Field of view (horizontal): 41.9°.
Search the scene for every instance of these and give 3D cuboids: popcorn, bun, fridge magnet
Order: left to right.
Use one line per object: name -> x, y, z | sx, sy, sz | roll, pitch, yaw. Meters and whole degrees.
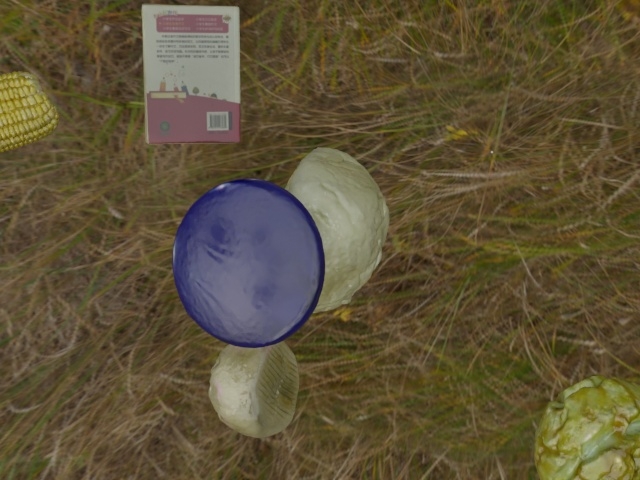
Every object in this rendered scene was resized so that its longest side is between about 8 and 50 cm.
fridge magnet -> -0.111, 0.036, 1.307 | 0.266, 0.113, 0.265 | 2, 94, 24
bun -> -0.122, 0.260, 1.508 | 0.128, 0.193, 0.178 | 0, 60, 27
bun -> 0.000, 0.000, 1.557 | 0.227, 0.352, 0.349 | 34, 58, -2
popcorn -> 0.426, 0.303, 1.257 | 0.221, 0.184, 0.204 | -17, 114, -24

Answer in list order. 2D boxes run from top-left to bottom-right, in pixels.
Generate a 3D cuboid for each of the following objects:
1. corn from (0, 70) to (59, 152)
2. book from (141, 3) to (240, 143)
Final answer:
corn -> -0.346, -0.111, 0.823 | 0.165, 0.063, 0.085 | -29, 81, -18
book -> -0.217, -0.280, 1.414 | 0.162, 0.022, 0.231 | -3, 101, -14
